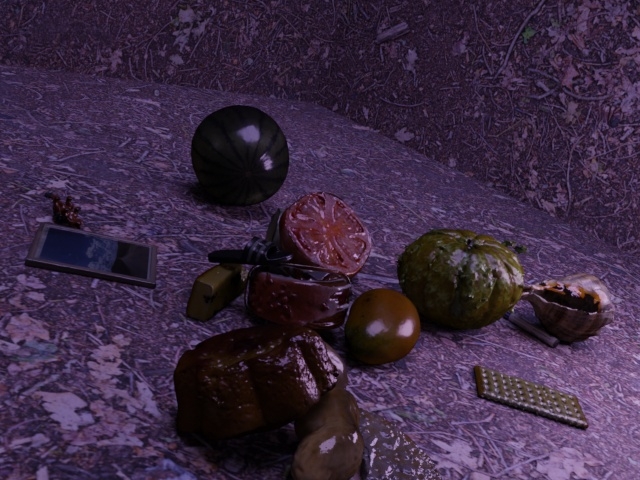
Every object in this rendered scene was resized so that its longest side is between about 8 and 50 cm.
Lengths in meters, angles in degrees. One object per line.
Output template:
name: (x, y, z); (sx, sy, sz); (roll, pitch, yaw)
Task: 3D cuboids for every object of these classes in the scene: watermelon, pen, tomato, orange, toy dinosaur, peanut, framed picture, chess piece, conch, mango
watermelon: (-0.230, -0.243, 2.254); (0.279, 0.278, 0.359); (9, 21, -24)
pen: (0.515, 0.212, 2.007); (0.025, 0.025, 0.204); (-1, 25, -44)
tomato: (0.000, 0.000, 1.826); (0.237, 0.095, 0.236); (19, 49, -24)
orange: (0.328, 0.098, 1.868); (0.300, 0.223, 0.301); (15, 19, 28)
toy dinosaur: (-0.580, -0.070, 1.792); (0.049, 0.055, 0.154); (-9, 39, -47)
peanut: (0.012, 0.299, 1.206); (0.098, 0.103, 0.229); (53, 13, -14)
framed picture: (-0.471, 0.032, 1.660); (0.260, 0.023, 0.189); (13, 22, -15)
chess piece: (-0.012, 0.021, 1.943); (0.243, 0.133, 0.133); (19, 18, -12)
conch: (0.624, 0.181, 2.002); (0.292, 0.158, 0.210); (-1, 32, -18)
mango: (0.127, 0.179, 1.616); (0.152, 0.120, 0.221); (20, 26, 3)

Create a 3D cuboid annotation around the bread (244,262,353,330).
bread: (-0.042, 0.120, 1.621); (0.225, 0.142, 0.212); (8, 7, -15)

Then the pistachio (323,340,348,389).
pistachio: (-0.033, 0.216, 1.388); (0.186, 0.108, 0.126); (20, 23, -21)

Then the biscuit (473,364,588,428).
biscuit: (0.432, 0.321, 1.638); (0.232, 0.016, 0.139); (18, 17, 1)

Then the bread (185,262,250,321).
bread: (-0.201, 0.090, 1.627); (0.049, 0.088, 0.226); (20, 20, 12)

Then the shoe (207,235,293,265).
shoe: (-0.145, 0.018, 1.608); (0.179, 0.049, 0.071); (1, 15, 17)

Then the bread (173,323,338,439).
bread: (-0.100, 0.216, 1.199); (0.247, 0.135, 0.232); (-10, 15, 15)

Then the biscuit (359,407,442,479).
biscuit: (0.122, 0.361, 1.213); (0.141, 0.038, 0.289); (16, 20, -6)
